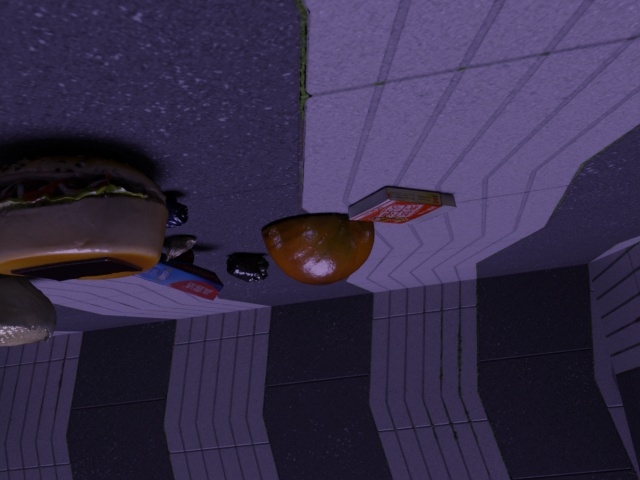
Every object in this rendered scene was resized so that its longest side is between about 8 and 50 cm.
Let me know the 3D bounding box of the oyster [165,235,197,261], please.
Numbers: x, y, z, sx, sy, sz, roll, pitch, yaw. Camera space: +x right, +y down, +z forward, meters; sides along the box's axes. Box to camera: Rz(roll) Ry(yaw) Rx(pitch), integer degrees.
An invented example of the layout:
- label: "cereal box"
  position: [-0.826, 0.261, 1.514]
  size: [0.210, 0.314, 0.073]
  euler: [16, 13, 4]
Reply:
- label: "oyster"
  position: [-0.380, 0.017, 1.296]
  size: [0.081, 0.038, 0.083]
  euler: [-54, 166, 21]

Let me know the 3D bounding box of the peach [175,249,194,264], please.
- label: "peach"
  position: [-0.419, 0.049, 1.420]
  size: [0.083, 0.078, 0.050]
  euler: [36, -162, 32]

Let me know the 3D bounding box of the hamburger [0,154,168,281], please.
- label: "hamburger"
  position: [-0.400, -0.034, 0.798]
  size: [0.299, 0.176, 0.300]
  euler: [-8, 167, -2]

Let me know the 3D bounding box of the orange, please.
- label: "orange"
  position: [-0.003, 0.003, 1.351]
  size: [0.310, 0.275, 0.274]
  euler: [36, 146, -24]

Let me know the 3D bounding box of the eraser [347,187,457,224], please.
- label: "eraser"
  position: [0.205, -0.082, 1.203]
  size: [0.230, 0.038, 0.157]
  euler: [2, 164, -33]

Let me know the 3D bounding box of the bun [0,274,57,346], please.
- label: "bun"
  position: [-0.983, 0.200, 1.427]
  size: [0.363, 0.203, 0.364]
  euler: [-5, 160, -2]

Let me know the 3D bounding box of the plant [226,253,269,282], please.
- label: "plant"
  position: [-0.239, 0.092, 1.595]
  size: [0.143, 0.095, 0.092]
  euler: [12, 147, -41]

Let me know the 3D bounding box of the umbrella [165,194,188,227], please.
- label: "umbrella"
  position: [-0.392, -0.051, 0.999]
  size: [0.247, 0.071, 0.071]
  euler: [-6, 167, 15]

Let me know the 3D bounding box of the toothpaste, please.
- label: "toothpaste"
  position: [-0.415, 0.087, 1.332]
  size: [0.320, 0.076, 0.066]
  euler: [28, 101, -48]
